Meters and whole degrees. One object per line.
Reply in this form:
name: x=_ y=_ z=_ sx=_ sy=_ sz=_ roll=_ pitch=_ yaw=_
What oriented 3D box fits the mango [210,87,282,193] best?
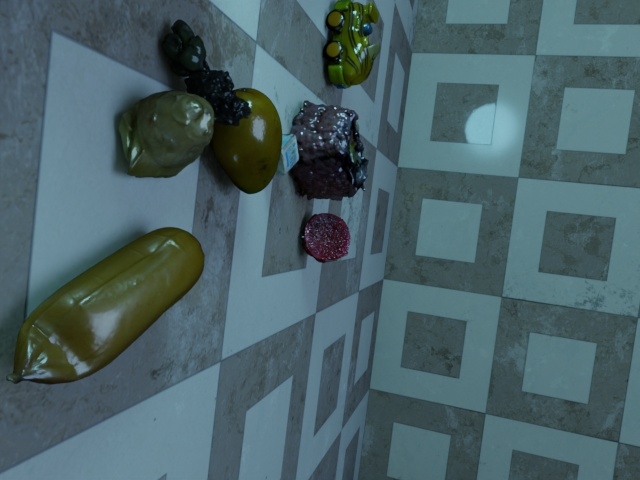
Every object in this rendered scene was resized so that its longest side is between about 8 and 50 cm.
mango: x=-0.132 y=-0.182 z=0.920 sx=0.221 sy=0.121 sz=0.151 roll=77 pitch=29 yaw=-65

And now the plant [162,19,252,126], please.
plant: x=-0.177 y=-0.247 z=0.764 sx=0.174 sy=0.087 sz=0.085 roll=54 pitch=49 yaw=-22

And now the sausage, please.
sausage: x=-0.262 y=0.082 z=0.630 sx=0.328 sy=0.112 sz=0.112 roll=-51 pitch=145 yaw=-59

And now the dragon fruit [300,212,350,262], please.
dragon fruit: x=0.000 y=0.000 z=1.483 sx=0.111 sy=0.153 sz=0.152 roll=145 pitch=-39 yaw=-66

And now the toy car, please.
toy car: x=0.104 y=-0.575 z=1.470 sx=0.200 sy=0.143 sz=0.247 roll=-19 pitch=113 yaw=-71

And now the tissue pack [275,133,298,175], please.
tissue pack: x=-0.091 y=-0.195 z=1.143 sx=0.094 sy=0.059 sz=0.074 roll=-59 pitch=150 yaw=-54

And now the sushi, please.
sushi: x=0.031 y=-0.244 z=1.337 sx=0.270 sy=0.171 sz=0.236 roll=66 pitch=36 yaw=-52

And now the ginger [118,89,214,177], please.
ginger: x=-0.195 y=-0.162 z=0.736 sx=0.193 sy=0.123 sz=0.115 roll=-43 pitch=118 yaw=-73
